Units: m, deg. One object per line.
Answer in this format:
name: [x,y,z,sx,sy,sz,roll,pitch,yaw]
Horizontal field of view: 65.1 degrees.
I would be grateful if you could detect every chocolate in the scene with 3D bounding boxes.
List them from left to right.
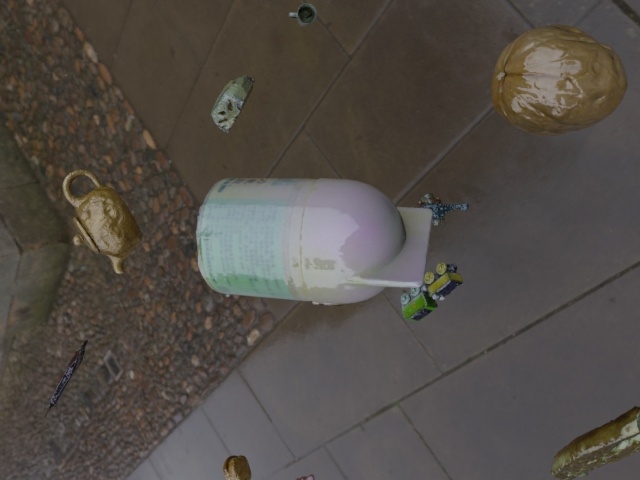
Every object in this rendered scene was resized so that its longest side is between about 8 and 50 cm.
chocolate: [-0.602,0.324,1.183,0.183,0.028,0.086,-59,16,0]

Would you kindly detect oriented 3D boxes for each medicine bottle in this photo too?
medicine bottle: [0.000,0.000,0.950,0.405,0.236,0.236,2,109,17]

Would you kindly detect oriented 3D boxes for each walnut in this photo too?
walnut: [0.602,-0.400,1.281,0.277,0.312,0.252,143,132,-71]

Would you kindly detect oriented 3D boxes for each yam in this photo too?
yam: [0.317,-0.086,1.411,0.043,0.043,0.094,-28,86,44]

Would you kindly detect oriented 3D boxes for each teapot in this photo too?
teapot: [-0.625,-0.047,1.413,0.203,0.167,0.311,10,130,60]

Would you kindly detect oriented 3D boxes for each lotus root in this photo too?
lotus root: [-0.231,-0.378,1.325,0.070,0.144,0.143,28,138,-14]

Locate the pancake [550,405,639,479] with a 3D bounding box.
pancake: [0.575,0.425,1.029,0.377,0.197,0.054,95,166,-52]

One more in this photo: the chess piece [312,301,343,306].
chess piece: [0.036,0.094,1.930,0.124,0.139,0.308,3,87,7]

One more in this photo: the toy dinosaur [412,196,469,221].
toy dinosaur: [0.271,-0.072,1.177,0.154,0.055,0.049,-8,107,2]

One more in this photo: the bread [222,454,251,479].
bread: [-0.218,0.608,1.321,0.046,0.081,0.083,-39,102,23]

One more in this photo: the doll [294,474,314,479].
doll: [-0.011,0.536,0.870,0.211,0.093,0.262,-50,31,26]

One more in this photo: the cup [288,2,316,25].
cup: [-0.051,-0.644,1.449,0.074,0.083,0.055,-27,106,1]

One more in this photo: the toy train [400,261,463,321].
toy train: [0.281,0.134,1.286,0.202,0.060,0.081,-49,41,37]
